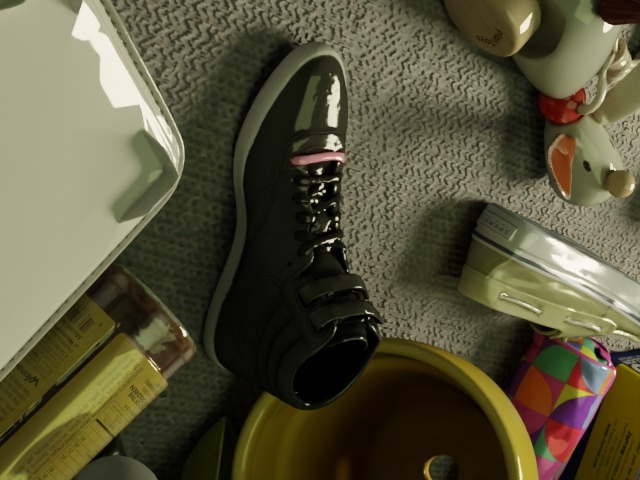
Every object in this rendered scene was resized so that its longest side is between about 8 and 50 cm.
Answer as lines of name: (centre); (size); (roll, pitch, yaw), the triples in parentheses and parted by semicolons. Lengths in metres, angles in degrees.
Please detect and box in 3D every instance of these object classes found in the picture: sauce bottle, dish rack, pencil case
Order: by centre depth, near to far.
dish rack: (-0.225, -0.033, 0.963); (0.333, 0.072, 0.285); (-49, 139, -22)
sauce bottle: (-0.246, 0.160, 1.086); (0.344, 0.111, 0.111); (-43, 138, -11)
pencil case: (0.225, 0.204, 1.578); (0.104, 0.104, 0.236); (7, 111, -46)

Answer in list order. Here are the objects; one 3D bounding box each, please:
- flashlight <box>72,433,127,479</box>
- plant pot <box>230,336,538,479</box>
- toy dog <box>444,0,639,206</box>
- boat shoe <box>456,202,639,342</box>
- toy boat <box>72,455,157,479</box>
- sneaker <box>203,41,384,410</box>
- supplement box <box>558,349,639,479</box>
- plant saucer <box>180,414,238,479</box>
flashlight: (-0.168, 0.281, 1.256); (0.103, 0.103, 0.304); (-9, 124, 0)
plant pot: (0.080, 0.213, 1.343); (0.254, 0.254, 0.239); (-61, 160, 6)
toy dog: (0.245, -0.148, 1.314); (0.220, 0.161, 0.333); (-55, 140, 0)
boat shoe: (0.241, 0.051, 1.497); (0.302, 0.109, 0.094); (25, 100, -39)
toy boat: (-0.249, 0.239, 0.980); (0.318, 0.148, 0.268); (-20, 112, -7)
sneaker: (0.000, 0.000, 1.188); (0.104, 0.147, 0.296); (-5, 118, -40)
supplement box: (0.470, 0.280, 1.667); (0.194, 0.356, 0.195); (-6, 120, -42)
plant saucer: (-0.088, 0.281, 1.306); (0.045, 0.188, 0.188); (-6, 134, 13)
